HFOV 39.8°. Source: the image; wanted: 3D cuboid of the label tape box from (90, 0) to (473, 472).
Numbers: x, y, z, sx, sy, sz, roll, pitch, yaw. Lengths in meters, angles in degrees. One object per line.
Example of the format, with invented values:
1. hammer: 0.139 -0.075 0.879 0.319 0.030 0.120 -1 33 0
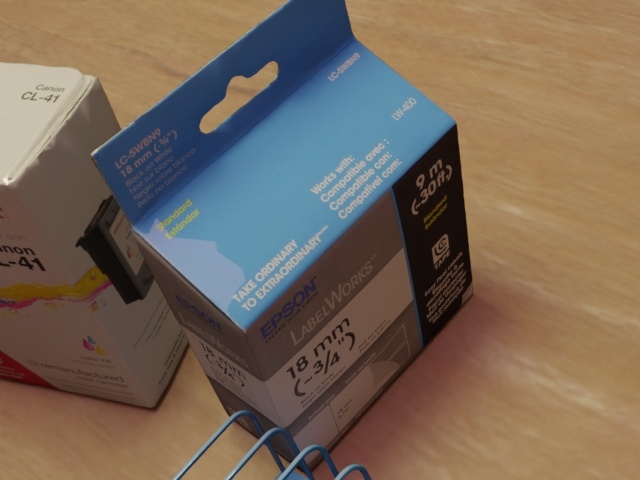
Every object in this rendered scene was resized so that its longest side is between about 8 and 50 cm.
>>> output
1. label tape box: 0.000 0.000 0.693 0.106 0.333 0.240 31 63 33

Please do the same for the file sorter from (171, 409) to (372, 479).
1. file sorter: -0.019 0.213 0.639 0.170 0.104 0.118 15 50 42

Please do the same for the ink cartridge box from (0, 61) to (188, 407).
1. ink cartridge box: -0.262 0.002 0.776 0.226 0.306 0.131 8 53 20
